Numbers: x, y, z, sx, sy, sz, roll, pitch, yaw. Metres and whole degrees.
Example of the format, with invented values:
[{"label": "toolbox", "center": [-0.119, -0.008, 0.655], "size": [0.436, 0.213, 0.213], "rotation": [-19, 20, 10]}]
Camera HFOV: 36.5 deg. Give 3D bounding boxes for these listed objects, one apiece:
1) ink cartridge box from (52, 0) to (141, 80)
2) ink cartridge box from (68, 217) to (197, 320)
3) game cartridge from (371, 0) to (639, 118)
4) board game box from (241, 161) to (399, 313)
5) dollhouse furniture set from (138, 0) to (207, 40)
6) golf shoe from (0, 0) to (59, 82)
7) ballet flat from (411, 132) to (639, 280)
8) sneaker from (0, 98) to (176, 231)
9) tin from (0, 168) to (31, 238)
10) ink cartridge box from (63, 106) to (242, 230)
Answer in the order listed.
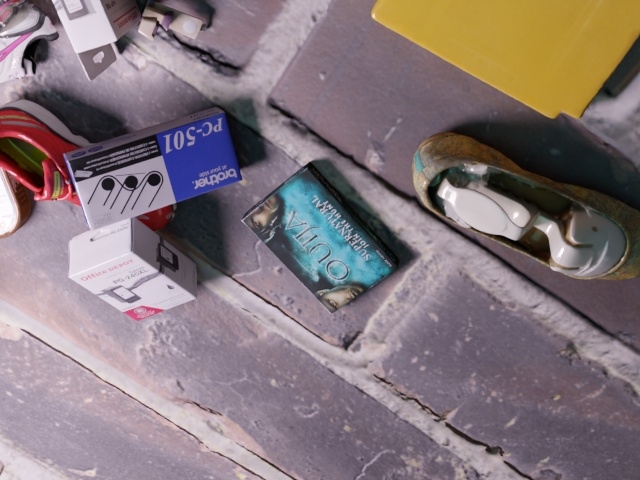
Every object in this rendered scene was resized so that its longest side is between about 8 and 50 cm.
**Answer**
[{"label": "ink cartridge box", "center": [-0.275, -0.297, 1.175], "size": [0.060, 0.104, 0.180], "rotation": [-14, 113, 16]}, {"label": "ink cartridge box", "center": [-0.255, 0.040, 1.325], "size": [0.109, 0.063, 0.150], "rotation": [-21, 144, 21]}, {"label": "game cartridge", "center": [0.254, -0.327, 1.094], "size": [0.285, 0.053, 0.324], "rotation": [29, 120, -4]}, {"label": "board game box", "center": [0.000, 0.000, 1.316], "size": [0.126, 0.026, 0.186], "rotation": [-37, 105, 24]}, {"label": "dollhouse furniture set", "center": [-0.161, -0.298, 1.174], "size": [0.081, 0.091, 0.114], "rotation": [20, 116, -17]}, {"label": "golf shoe", "center": [-0.416, -0.230, 1.256], "size": [0.086, 0.067, 0.186], "rotation": [42, 116, -13]}, {"label": "ballet flat", "center": [0.270, -0.023, 1.203], "size": [0.348, 0.123, 0.123], "rotation": [25, 118, -3]}, {"label": "sneaker", "center": [-0.329, -0.077, 1.285], "size": [0.279, 0.118, 0.107], "rotation": [27, 118, -7]}, {"label": "tin", "center": [-0.476, -0.089, 1.357], "size": [0.106, 0.040, 0.190], "rotation": [-6, 115, 18]}, {"label": "ink cartridge box", "center": [-0.212, -0.094, 1.242], "size": [0.207, 0.046, 0.097], "rotation": [-20, 115, -15]}]
